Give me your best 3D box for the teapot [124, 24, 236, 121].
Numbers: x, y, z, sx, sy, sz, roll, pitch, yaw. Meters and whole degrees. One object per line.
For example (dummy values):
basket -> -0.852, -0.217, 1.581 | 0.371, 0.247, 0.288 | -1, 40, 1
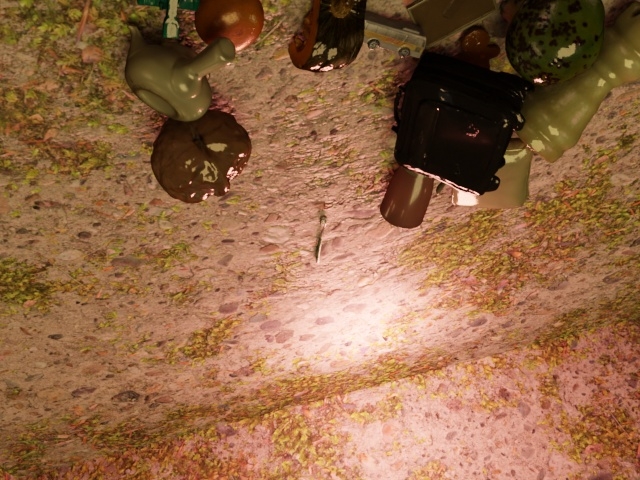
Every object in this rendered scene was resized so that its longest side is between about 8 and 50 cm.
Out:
teapot -> -0.299, -0.364, 1.569 | 0.318, 0.149, 0.220 | 18, 165, 29

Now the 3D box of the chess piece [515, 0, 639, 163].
chess piece -> 0.736, -0.435, 1.904 | 0.234, 0.234, 0.442 | 21, 126, -40

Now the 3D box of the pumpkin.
pumpkin -> 0.033, -0.490, 1.624 | 0.131, 0.126, 0.248 | 3, 141, -27

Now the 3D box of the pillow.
pillow -> 0.530, -0.207, 2.175 | 0.255, 0.120, 0.322 | 3, 152, 14

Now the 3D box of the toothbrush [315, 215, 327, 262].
toothbrush -> 0.000, 0.000, 2.385 | 0.024, 0.018, 0.257 | -5, 144, -10

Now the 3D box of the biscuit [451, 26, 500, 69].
biscuit -> 0.411, -0.486, 1.855 | 0.138, 0.031, 0.205 | -17, 145, 2

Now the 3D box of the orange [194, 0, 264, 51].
orange -> -0.202, -0.494, 1.534 | 0.156, 0.124, 0.156 | -23, 152, -13

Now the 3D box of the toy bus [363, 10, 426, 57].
toy bus -> 0.169, -0.505, 1.705 | 0.190, 0.064, 0.075 | 7, 134, -21

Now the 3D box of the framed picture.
framed picture -> 0.328, -0.572, 1.718 | 0.203, 0.015, 0.150 | -26, 144, 16

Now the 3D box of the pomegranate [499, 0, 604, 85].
pomegranate -> 0.566, -0.517, 1.711 | 0.254, 0.270, 0.254 | -44, 166, -14

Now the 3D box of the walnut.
walnut -> -0.308, -0.219, 1.779 | 0.227, 0.273, 0.273 | 29, 135, -2

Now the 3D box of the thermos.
thermos -> 0.299, -0.177, 2.151 | 0.176, 0.146, 0.265 | 7, 134, -12

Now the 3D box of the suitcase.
suitcase -> 0.361, -0.311, 1.865 | 0.339, 0.188, 0.345 | 23, 148, 12

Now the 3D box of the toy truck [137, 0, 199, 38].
toy truck -> -0.278, -0.587, 1.334 | 0.176, 0.178, 0.363 | -1, 140, -19
